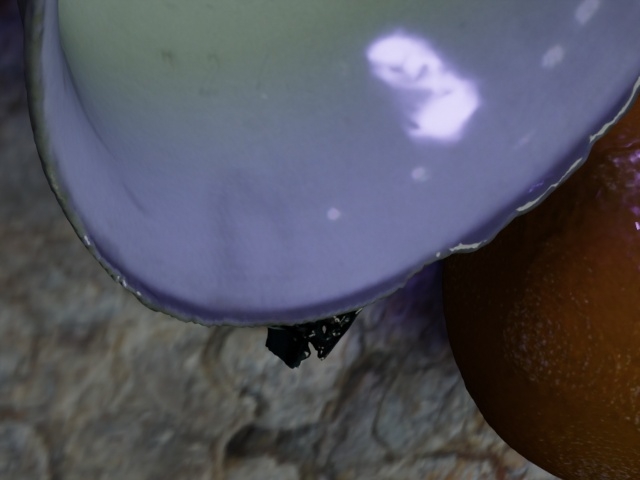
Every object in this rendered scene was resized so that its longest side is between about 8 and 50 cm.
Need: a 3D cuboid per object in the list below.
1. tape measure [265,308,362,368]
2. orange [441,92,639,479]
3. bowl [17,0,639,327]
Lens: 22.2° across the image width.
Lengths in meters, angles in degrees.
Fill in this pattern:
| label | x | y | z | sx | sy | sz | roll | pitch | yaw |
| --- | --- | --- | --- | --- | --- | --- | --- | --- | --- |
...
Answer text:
| label | x | y | z | sx | sy | sz | roll | pitch | yaw |
| --- | --- | --- | --- | --- | --- | --- | --- | --- | --- |
| tape measure | 0.000 | -0.002 | 0.682 | 0.091 | 0.054 | 0.094 | -46 | 148 | -15 |
| orange | 0.151 | 0.022 | 0.756 | 0.206 | 0.206 | 0.206 | -27 | 134 | -32 |
| bowl | 0.006 | -0.137 | 0.504 | 0.313 | 0.146 | 0.313 | -32 | 143 | -28 |
